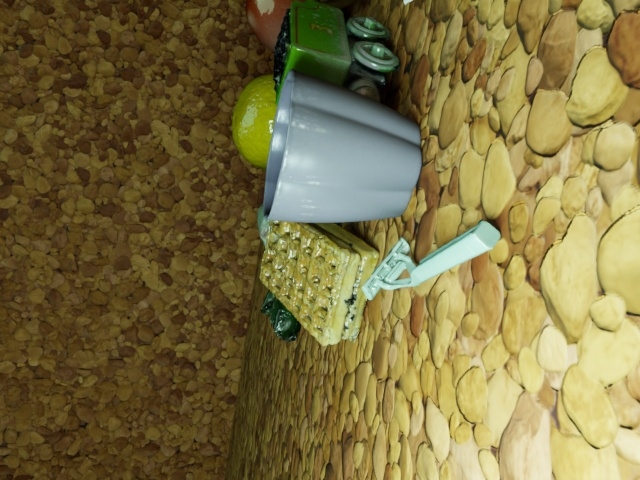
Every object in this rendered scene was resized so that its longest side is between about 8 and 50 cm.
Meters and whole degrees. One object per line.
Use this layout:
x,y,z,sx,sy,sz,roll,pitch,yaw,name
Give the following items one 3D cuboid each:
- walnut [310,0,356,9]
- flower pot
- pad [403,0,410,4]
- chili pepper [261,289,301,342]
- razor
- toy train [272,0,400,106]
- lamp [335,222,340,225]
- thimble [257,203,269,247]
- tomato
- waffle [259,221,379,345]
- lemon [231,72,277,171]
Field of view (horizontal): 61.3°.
0.023,-0.768,1.455,0.227,0.282,0.283,33,-116,-75,walnut
0.035,-0.146,0.955,0.265,0.243,0.265,-173,90,-76,flower pot
0.173,-0.554,0.942,0.156,0.004,0.232,-2,96,65,pad
-0.115,0.231,1.747,0.264,0.116,0.148,-128,59,-73,chili pepper
0.154,0.028,0.745,0.111,0.056,0.278,-48,7,-21,razor
0.025,-0.378,1.149,0.307,0.248,0.173,-93,18,-46,toy train
0.023,-0.016,1.244,0.091,0.090,0.163,-102,15,-59,lamp
-0.091,-0.058,1.652,0.211,0.185,0.149,-43,25,11,thimble
-0.071,-0.717,1.698,0.321,0.321,0.322,-171,90,-78,tomato
-0.018,0.060,1.157,0.308,0.091,0.213,37,120,50,waffle
-0.147,-0.402,1.847,0.336,0.335,0.336,-171,90,-78,lemon
